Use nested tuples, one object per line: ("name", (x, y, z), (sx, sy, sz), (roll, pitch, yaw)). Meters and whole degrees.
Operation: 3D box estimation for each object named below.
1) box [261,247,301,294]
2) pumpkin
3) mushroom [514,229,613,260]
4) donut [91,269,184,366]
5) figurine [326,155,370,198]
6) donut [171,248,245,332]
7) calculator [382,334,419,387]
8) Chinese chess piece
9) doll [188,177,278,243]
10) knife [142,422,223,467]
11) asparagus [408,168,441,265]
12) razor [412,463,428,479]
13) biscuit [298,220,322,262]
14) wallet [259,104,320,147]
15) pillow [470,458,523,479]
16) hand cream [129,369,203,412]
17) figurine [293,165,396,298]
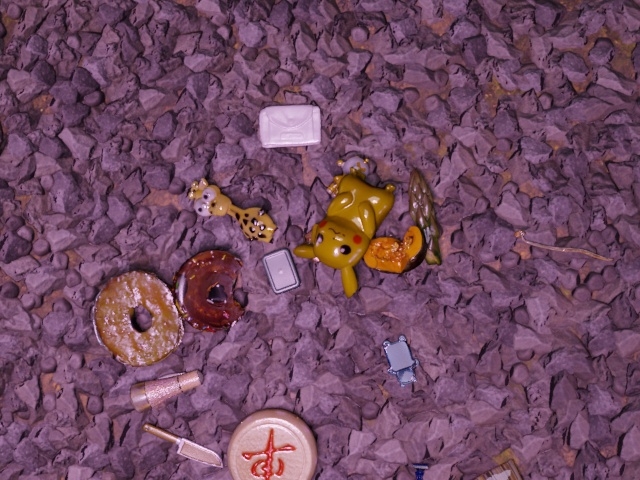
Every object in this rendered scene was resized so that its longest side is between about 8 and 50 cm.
("box", (-0.114, 0.089, 1.616), (0.091, 0.031, 0.125), (-19, 83, 0))
("pumpkin", (0.225, 0.037, 1.561), (0.184, 0.108, 0.118), (-15, 52, 36))
("mushroom", (0.694, 0.023, 1.601), (0.287, 0.028, 0.025), (18, 43, 3))
("donut", (-0.503, 0.220, 1.588), (0.272, 0.107, 0.271), (0, 90, 4))
("figurine", (0.077, -0.187, 1.617), (0.143, 0.068, 0.101), (-21, 101, 1))
("donut", (-0.314, 0.141, 1.556), (0.216, 0.096, 0.230), (-16, 99, -35))
("calculator", (0.229, 0.344, 1.588), (0.094, 0.019, 0.141), (-19, 86, 1))
("Chinese chess piece", (-0.132, 0.591, 1.539), (0.251, 0.097, 0.250), (0, 84, 1))
("doll", (-0.254, -0.083, 1.611), (0.291, 0.086, 0.117), (29, 116, 6))
("knife", (-0.389, 0.584, 1.586), (0.256, 0.022, 0.046), (24, 80, 0))
("asparagus", (0.294, -0.067, 1.593), (0.080, 0.080, 0.286), (-9, 84, 1))
("razor", (0.276, 0.697, 1.549), (0.044, 0.028, 0.154), (1, 84, 2))
("biscuit", (0.000, 0.000, 1.626), (0.120, 0.019, 0.129), (11, 85, 3))
("wallet", (-0.090, -0.340, 1.655), (0.183, 0.032, 0.124), (-2, 87, 1))
("pillow", (0.464, 0.696, 1.537), (0.204, 0.038, 0.113), (-28, 85, 0))
("hand cream", (-0.429, 0.416, 1.578), (0.203, 0.084, 0.083), (-18, 84, -5))
("figurine", (0.069, -0.037, 1.540), (0.218, 0.169, 0.326), (27, 76, 21))
